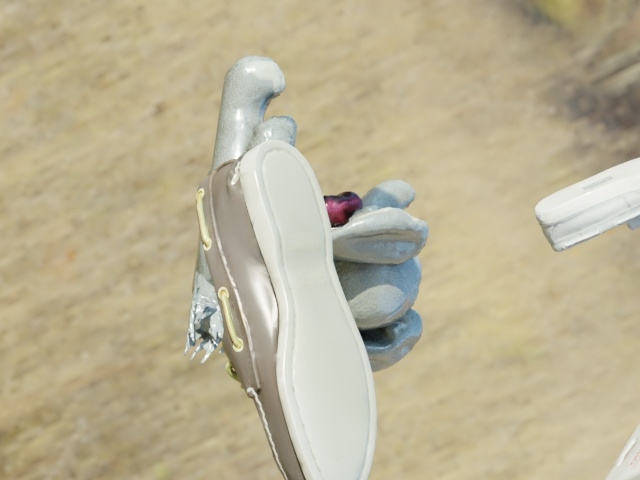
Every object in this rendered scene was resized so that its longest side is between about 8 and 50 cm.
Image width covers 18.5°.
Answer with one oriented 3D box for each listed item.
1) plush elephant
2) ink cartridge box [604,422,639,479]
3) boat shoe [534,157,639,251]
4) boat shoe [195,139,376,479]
[{"bbox_3d":[0.000,0.000,2.093,0.272,0.255,0.330,105,-7,-52],"label":"plush elephant"},{"bbox_3d":[0.361,0.198,1.873,0.067,0.198,0.115,44,53,-5],"label":"ink cartridge box"},{"bbox_3d":[0.319,-0.039,2.055,0.066,0.184,0.063,-116,-177,-72],"label":"boat shoe"},{"bbox_3d":[-0.036,0.078,1.734,0.116,0.096,0.324,1,72,-51],"label":"boat shoe"}]
